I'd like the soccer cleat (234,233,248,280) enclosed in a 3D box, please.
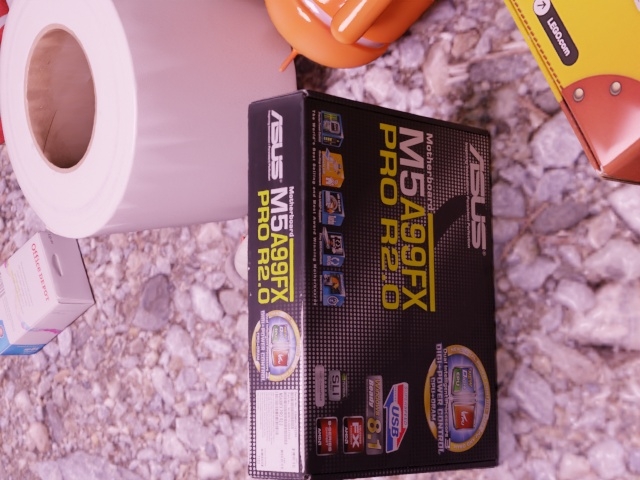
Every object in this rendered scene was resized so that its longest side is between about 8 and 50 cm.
[{"bbox_3d":[0.000,0.000,1.115,0.196,0.068,0.076,-30,56,33],"label":"soccer cleat"}]

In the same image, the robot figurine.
[{"bbox_3d":[0.040,-0.230,1.065,0.219,0.128,0.158,-45,60,29],"label":"robot figurine"}]

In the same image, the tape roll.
[{"bbox_3d":[-0.160,-0.130,1.176,0.246,0.169,0.246,10,103,50],"label":"tape roll"}]

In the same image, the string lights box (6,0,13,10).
[{"bbox_3d":[-0.207,-0.278,1.331,0.260,0.077,0.133,-43,57,31],"label":"string lights box"}]

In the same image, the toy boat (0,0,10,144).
[{"bbox_3d":[-0.405,-0.218,1.458,0.151,0.151,0.231,-52,55,26],"label":"toy boat"}]

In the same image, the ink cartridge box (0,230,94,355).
[{"bbox_3d":[-0.304,0.057,1.404,0.122,0.052,0.088,-38,62,35],"label":"ink cartridge box"}]

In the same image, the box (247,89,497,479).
[{"bbox_3d":[0.043,0.038,0.972,0.060,0.216,0.270,-6,81,44],"label":"box"}]

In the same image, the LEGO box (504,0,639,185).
[{"bbox_3d":[0.253,-0.333,0.825,0.372,0.193,0.500,-41,60,35],"label":"LEGO box"}]
